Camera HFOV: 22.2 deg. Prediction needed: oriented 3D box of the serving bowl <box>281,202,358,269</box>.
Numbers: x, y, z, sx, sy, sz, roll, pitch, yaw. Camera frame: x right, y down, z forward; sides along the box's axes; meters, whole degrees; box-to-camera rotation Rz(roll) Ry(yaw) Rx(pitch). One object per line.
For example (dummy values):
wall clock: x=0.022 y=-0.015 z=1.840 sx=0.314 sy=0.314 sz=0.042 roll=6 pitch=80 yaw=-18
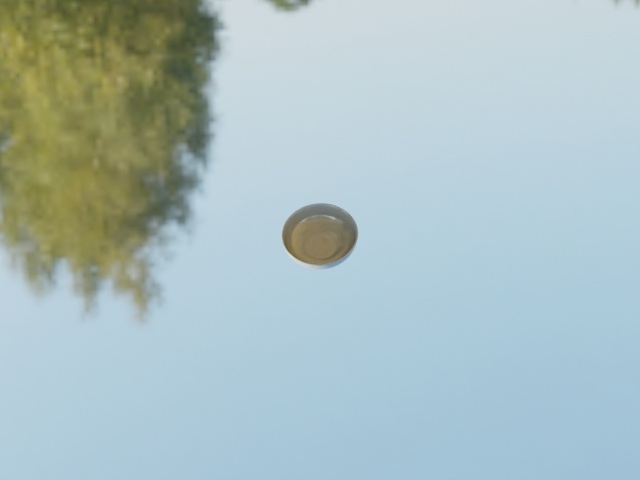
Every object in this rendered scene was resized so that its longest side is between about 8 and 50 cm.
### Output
serving bowl: x=0.000 y=0.000 z=1.776 sx=0.083 sy=0.027 sz=0.083 roll=-2 pitch=-125 yaw=3
